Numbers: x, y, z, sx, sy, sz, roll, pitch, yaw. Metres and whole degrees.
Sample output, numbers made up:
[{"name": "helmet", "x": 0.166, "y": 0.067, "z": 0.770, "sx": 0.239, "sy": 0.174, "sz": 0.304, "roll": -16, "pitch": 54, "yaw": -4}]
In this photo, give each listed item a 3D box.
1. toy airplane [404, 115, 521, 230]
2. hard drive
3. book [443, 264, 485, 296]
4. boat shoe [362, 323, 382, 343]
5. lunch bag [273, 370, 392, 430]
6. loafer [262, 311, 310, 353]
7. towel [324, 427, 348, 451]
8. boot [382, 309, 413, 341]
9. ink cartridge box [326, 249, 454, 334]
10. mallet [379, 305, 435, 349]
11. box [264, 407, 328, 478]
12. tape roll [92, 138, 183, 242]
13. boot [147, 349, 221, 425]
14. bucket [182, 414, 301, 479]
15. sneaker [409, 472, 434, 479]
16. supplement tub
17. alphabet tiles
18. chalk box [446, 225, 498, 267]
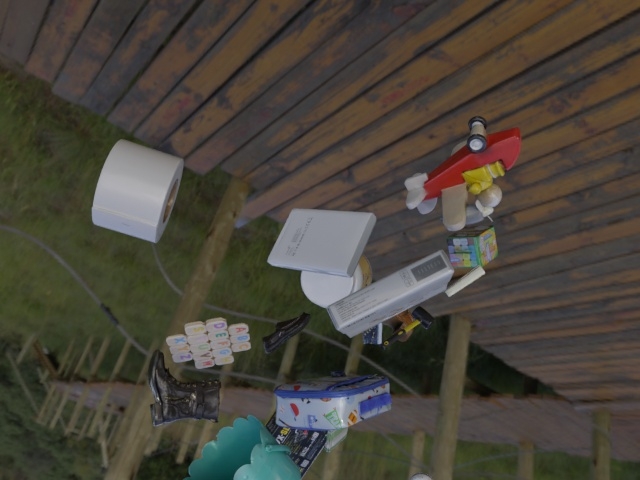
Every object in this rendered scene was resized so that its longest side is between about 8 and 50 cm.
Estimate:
[{"name": "toy airplane", "x": 0.471, "y": -0.190, "z": 1.848, "sx": 0.272, "sy": 0.386, "sz": 0.384, "roll": 38, "pitch": 174, "yaw": -16}, {"name": "hard drive", "x": 0.000, "y": 0.000, "z": 1.922, "sx": 0.353, "sy": 0.233, "sz": 0.047, "roll": 6, "pitch": 152, "yaw": 40}, {"name": "book", "x": 0.481, "y": 0.139, "z": 1.892, "sx": 0.035, "sy": 0.144, "sz": 0.096, "roll": 54, "pitch": -177, "yaw": 7}, {"name": "boat shoe", "x": 0.220, "y": 0.377, "z": 2.402, "sx": 0.083, "sy": 0.065, "sz": 0.183, "roll": -4, "pitch": 123, "yaw": 0}, {"name": "lunch bag", "x": 0.044, "y": 0.406, "z": 1.433, "sx": 0.243, "sy": 0.114, "sz": 0.303, "roll": -10, "pitch": 171, "yaw": 30}, {"name": "loafer", "x": -0.135, "y": 0.335, "z": 2.112, "sx": 0.078, "sy": 0.220, "sz": 0.080, "roll": 52, "pitch": 180, "yaw": 15}, {"name": "towel", "x": 0.056, "y": 0.584, "z": 1.783, "sx": 0.023, "sy": 0.113, "sz": 0.152, "roll": 17, "pitch": 111, "yaw": 31}, {"name": "boot", "x": 0.233, "y": 0.226, "z": 1.824, "sx": 0.073, "sy": 0.152, "sz": 0.197, "roll": -32, "pitch": 94, "yaw": 23}, {"name": "ink cartridge box", "x": 0.162, "y": 0.129, "z": 1.270, "sx": 0.275, "sy": 0.060, "sz": 0.239, "roll": -27, "pitch": 164, "yaw": 2}, {"name": "mallet", "x": 0.220, "y": 0.230, "z": 1.483, "sx": 0.062, "sy": 0.190, "sz": 0.039, "roll": 49, "pitch": 143, "yaw": 31}, {"name": "box", "x": -0.097, "y": 0.730, "z": 2.084, "sx": 0.257, "sy": 0.322, "sz": 0.079, "roll": 36, "pitch": 177, "yaw": -34}, {"name": "tape roll", "x": -0.486, "y": -0.131, "z": 1.510, "sx": 0.169, "sy": 0.246, "sz": 0.246, "roll": 17, "pitch": 152, "yaw": -10}, {"name": "boot", "x": -0.443, "y": 0.481, "z": 1.845, "sx": 0.229, "sy": 0.262, "sz": 0.091, "roll": -2, "pitch": 174, "yaw": -26}, {"name": "bucket", "x": -0.197, "y": 0.610, "z": 1.434, "sx": 0.183, "sy": 0.281, "sz": 0.281, "roll": 51, "pitch": 141, "yaw": -14}, {"name": "sneaker", "x": 0.315, "y": 0.720, "z": 1.577, "sx": 0.102, "sy": 0.161, "sz": 0.282, "roll": -14, "pitch": 114, "yaw": 19}, {"name": "supplement tub", "x": 0.065, "y": 0.145, "z": 2.232, "sx": 0.241, "sy": 0.241, "sz": 0.331, "roll": 9, "pitch": -177, "yaw": 15}, {"name": "alphabet tiles", "x": -0.386, "y": 0.363, "z": 1.957, "sx": 0.278, "sy": 0.021, "sz": 0.284, "roll": -9, "pitch": 139, "yaw": -9}, {"name": "chalk box", "x": 0.586, "y": 0.033, "z": 2.195, "sx": 0.132, "sy": 0.213, "sz": 0.132, "roll": -1, "pitch": 107, "yaw": 43}]
